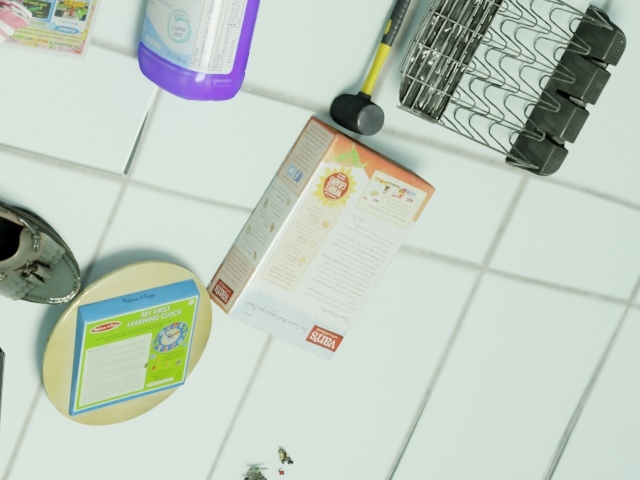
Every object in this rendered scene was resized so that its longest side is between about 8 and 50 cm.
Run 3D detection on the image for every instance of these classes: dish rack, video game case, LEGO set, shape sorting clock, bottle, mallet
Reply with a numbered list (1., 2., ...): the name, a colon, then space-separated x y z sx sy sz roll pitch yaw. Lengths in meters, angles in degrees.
1. dish rack: 0.206 -0.196 2.047 0.271 0.074 0.208 21 101 -35
2. video game case: -0.280 -0.253 1.762 0.157 0.019 0.143 7 111 -34
3. LEGO set: -0.069 0.278 2.161 0.083 0.023 0.054 -33 130 -28
4. shape sorting clock: -0.207 0.110 1.972 0.206 0.040 0.206 -23 136 -24
5. bottle: -0.104 -0.281 1.787 0.092 0.118 0.283 -3 117 -38
6. mallet: 0.072 -0.201 1.968 0.039 0.062 0.189 19 103 -35

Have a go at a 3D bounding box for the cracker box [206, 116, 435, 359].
1. cracker box: 0.000 0.000 2.026 0.156 0.067 0.232 27 98 -36

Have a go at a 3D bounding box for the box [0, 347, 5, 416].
1. box: -0.477 0.244 1.866 0.293 0.073 0.295 -5 116 -29

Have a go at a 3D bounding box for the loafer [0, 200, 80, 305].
1. loafer: -0.335 -0.001 1.816 0.096 0.084 0.267 -50 128 1

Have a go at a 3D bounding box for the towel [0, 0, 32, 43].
1. towel: -0.355 -0.152 1.682 0.197 0.144 0.029 -41 91 6
